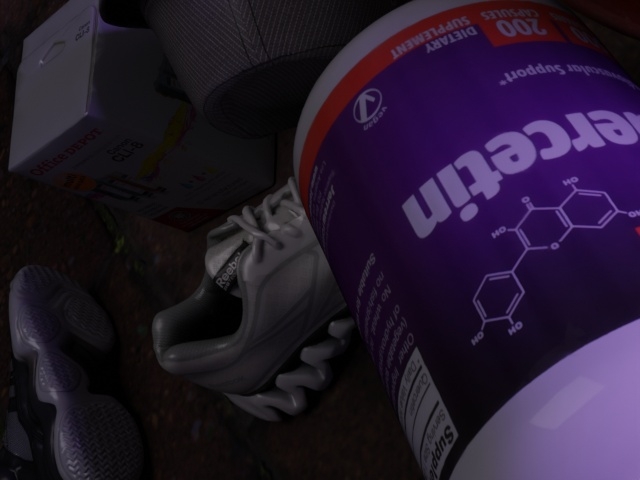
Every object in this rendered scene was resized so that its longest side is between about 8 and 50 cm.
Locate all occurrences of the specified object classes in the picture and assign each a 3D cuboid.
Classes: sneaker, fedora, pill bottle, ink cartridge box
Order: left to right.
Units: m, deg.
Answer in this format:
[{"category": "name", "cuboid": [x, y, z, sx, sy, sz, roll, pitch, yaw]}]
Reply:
[{"category": "sneaker", "cuboid": [-0.251, 0.150, 0.959, 0.153, 0.101, 0.269, -50, 44, 21]}, {"category": "ink cartridge box", "cuboid": [-0.142, -0.105, 0.878, 0.128, 0.176, 0.127, -25, 56, 44]}, {"category": "fedora", "cuboid": [-0.016, -0.145, 0.729, 0.243, 0.275, 0.124, -17, 88, 10]}, {"category": "sneaker", "cuboid": [0.000, 0.000, 0.707, 0.292, 0.118, 0.110, -52, 39, 20]}, {"category": "pill bottle", "cuboid": [0.113, 0.035, 0.494, 0.181, 0.181, 0.323, -50, 42, 25]}]

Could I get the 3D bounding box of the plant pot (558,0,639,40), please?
[{"category": "plant pot", "cuboid": [0.219, -0.251, 0.450, 0.272, 0.272, 0.265, 0, 66, 51]}]
